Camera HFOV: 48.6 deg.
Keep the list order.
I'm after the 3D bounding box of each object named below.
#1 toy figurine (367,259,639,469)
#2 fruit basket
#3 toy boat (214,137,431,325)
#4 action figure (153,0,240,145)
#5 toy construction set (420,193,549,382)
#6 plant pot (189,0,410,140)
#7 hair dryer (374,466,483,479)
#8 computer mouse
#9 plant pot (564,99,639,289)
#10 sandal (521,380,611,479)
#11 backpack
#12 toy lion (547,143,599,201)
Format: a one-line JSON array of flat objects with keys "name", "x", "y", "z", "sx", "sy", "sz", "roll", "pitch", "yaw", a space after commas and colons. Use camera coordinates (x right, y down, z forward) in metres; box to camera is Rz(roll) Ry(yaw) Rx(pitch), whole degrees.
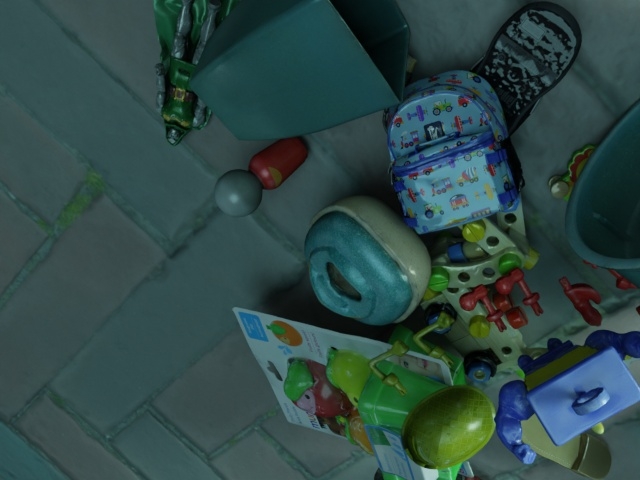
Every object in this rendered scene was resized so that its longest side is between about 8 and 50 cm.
[{"name": "toy figurine", "x": 0.241, "y": 0.150, "z": 0.803, "sx": 0.363, "sy": 0.217, "sz": 0.191, "roll": -29, "pitch": 94, "yaw": 4}, {"name": "fruit basket", "x": 0.049, "y": 0.250, "z": 1.098, "sx": 0.353, "sy": 0.165, "sz": 0.327, "roll": 6, "pitch": 137, "yaw": 25}, {"name": "toy boat", "x": 0.000, "y": 0.000, "z": 0.987, "sx": 0.318, "sy": 0.148, "sz": 0.267, "roll": 47, "pitch": 161, "yaw": 8}, {"name": "action figure", "x": -0.190, "y": -0.237, "z": 1.007, "sx": 0.137, "sy": 0.063, "sz": 0.232, "roll": 20, "pitch": 124, "yaw": 3}, {"name": "toy construction set", "x": 0.262, "y": 0.095, "z": 0.994, "sx": 0.215, "sy": 0.151, "sz": 0.327, "roll": -31, "pitch": 93, "yaw": 28}, {"name": "plant pot", "x": -0.034, "y": -0.232, "z": 0.882, "sx": 0.234, "sy": 0.165, "sz": 0.165, "roll": -20, "pitch": 131, "yaw": 31}, {"name": "hair dryer", "x": 0.232, "y": 0.484, "z": 1.256, "sx": 0.294, "sy": 0.080, "sz": 0.223, "roll": 13, "pitch": 136, "yaw": 17}, {"name": "computer mouse", "x": 0.196, "y": -0.206, "z": 0.907, "sx": 0.184, "sy": 0.060, "sz": 0.262, "roll": 34, "pitch": 125, "yaw": 7}, {"name": "plant pot", "x": 0.515, "y": -0.006, "z": 0.766, "sx": 0.334, "sy": 0.341, "sz": 0.341, "roll": 39, "pitch": 121, "yaw": -14}, {"name": "sandal", "x": 0.345, "y": 0.300, "z": 1.107, "sx": 0.240, "sy": 0.088, "sz": 0.079, "roll": 37, "pitch": 159, "yaw": -19}, {"name": "backpack", "x": 0.154, "y": -0.113, "z": 0.865, "sx": 0.158, "sy": 0.117, "sz": 0.173, "roll": -13, "pitch": 104, "yaw": 22}, {"name": "toy lion", "x": 0.360, "y": -0.073, "z": 0.936, "sx": 0.096, "sy": 0.034, "sz": 0.100, "roll": -35, "pitch": 102, "yaw": 21}]
